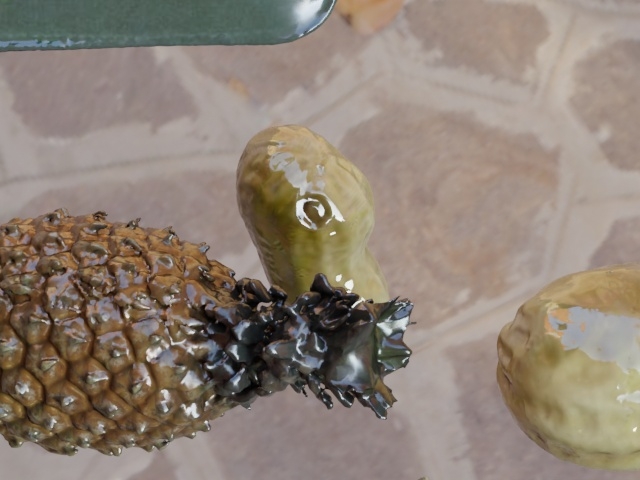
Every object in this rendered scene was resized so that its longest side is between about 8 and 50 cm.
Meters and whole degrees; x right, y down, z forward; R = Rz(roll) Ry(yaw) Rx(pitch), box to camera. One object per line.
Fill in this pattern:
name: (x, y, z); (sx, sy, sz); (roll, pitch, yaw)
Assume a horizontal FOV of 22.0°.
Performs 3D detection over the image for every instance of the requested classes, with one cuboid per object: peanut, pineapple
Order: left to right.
pineapple: (-0.103, 0.077, 1.290); (0.362, 0.202, 0.202); (2, 66, 21)
peanut: (0.000, 0.000, 1.507); (0.120, 0.110, 0.236); (-31, 121, -9)
peanut: (0.260, 0.068, 1.069); (0.305, 0.147, 0.147); (-10, 77, -10)

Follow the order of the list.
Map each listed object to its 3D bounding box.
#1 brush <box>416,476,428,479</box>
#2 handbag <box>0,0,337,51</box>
brush: (0.081, 0.299, 1.558); (0.030, 0.033, 0.178); (21, 46, -14)
handbag: (-0.113, -0.198, 0.670); (0.260, 0.247, 0.079); (-3, 31, -11)
